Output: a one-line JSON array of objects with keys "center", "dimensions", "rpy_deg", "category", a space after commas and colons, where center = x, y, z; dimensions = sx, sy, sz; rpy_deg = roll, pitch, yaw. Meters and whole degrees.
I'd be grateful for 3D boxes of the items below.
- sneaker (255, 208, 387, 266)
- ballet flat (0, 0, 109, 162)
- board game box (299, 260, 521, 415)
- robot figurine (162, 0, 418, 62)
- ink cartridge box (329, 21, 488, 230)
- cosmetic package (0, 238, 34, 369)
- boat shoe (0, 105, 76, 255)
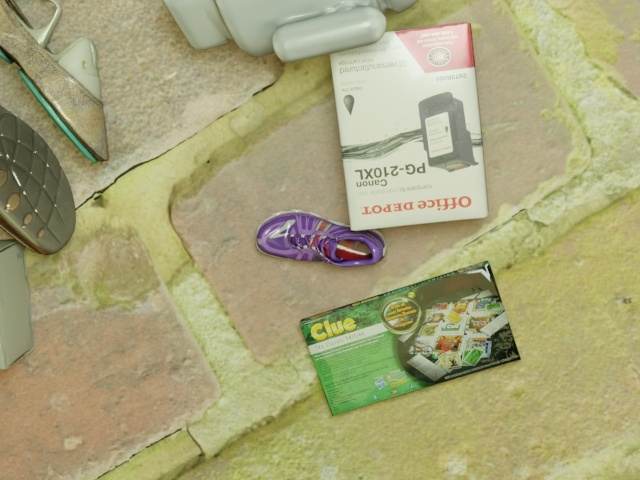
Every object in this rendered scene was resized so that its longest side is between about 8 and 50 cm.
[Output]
[{"center": [0.000, 0.000, 1.445], "dimensions": [0.170, 0.071, 0.068], "rpy_deg": [4, 101, 6], "category": "sneaker"}, {"center": [-0.349, -0.242, 1.427], "dimensions": [0.106, 0.107, 0.316], "rpy_deg": [-42, 94, -2], "category": "ballet flat"}, {"center": [0.116, 0.128, 1.477], "dimensions": [0.260, 0.030, 0.136], "rpy_deg": [-17, 100, 9], "category": "board game box"}, {"center": [-0.010, -0.339, 1.319], "dimensions": [0.353, 0.200, 0.300], "rpy_deg": [-15, 64, 10], "category": "robot figurine"}, {"center": [0.111, -0.139, 1.392], "dimensions": [0.172, 0.100, 0.237], "rpy_deg": [-6, 99, 8], "category": "ink cartridge box"}, {"center": [-0.551, 0.087, 1.501], "dimensions": [0.309, 0.113, 0.160], "rpy_deg": [-3, 100, 8], "category": "cosmetic package"}, {"center": [-0.445, -0.111, 1.464], "dimensions": [0.116, 0.123, 0.324], "rpy_deg": [-24, 108, 43], "category": "boat shoe"}]
